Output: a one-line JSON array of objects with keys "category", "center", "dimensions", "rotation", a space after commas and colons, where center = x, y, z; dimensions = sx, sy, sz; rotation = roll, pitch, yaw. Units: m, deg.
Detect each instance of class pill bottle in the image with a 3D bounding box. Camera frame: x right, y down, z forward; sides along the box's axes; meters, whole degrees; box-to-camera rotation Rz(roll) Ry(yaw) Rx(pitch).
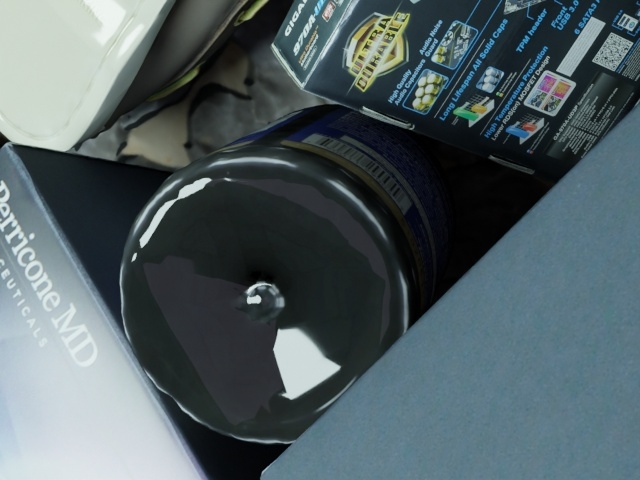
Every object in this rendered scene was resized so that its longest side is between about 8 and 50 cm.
[{"category": "pill bottle", "center": [0.000, 0.000, 0.522], "dimensions": [0.123, 0.219, 0.122], "rotation": [3, 104, 13]}]

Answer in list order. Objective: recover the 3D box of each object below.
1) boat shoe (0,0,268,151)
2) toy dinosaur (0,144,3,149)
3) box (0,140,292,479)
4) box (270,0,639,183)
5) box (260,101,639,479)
[{"category": "boat shoe", "center": [-0.054, -0.161, 0.509], "dimensions": [0.116, 0.097, 0.324], "rotation": [50, 128, 3]}, {"category": "toy dinosaur", "center": [-0.271, -0.046, 0.646], "dimensions": [0.160, 0.121, 0.313], "rotation": [36, 113, 15]}, {"category": "box", "center": [-0.135, 0.157, 0.570], "dimensions": [0.294, 0.183, 0.296], "rotation": [-40, 72, 17]}, {"category": "box", "center": [0.105, -0.142, 0.495], "dimensions": [0.175, 0.051, 0.220], "rotation": [15, 118, -32]}, {"category": "box", "center": [0.230, 0.131, 0.411], "dimensions": [0.395, 0.212, 0.293], "rotation": [30, 113, -36]}]
